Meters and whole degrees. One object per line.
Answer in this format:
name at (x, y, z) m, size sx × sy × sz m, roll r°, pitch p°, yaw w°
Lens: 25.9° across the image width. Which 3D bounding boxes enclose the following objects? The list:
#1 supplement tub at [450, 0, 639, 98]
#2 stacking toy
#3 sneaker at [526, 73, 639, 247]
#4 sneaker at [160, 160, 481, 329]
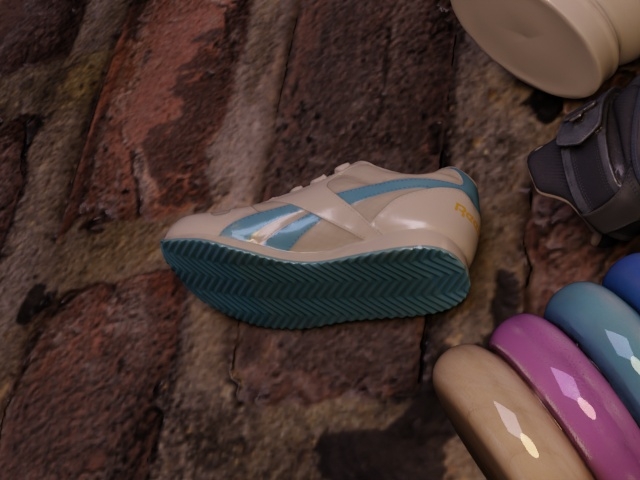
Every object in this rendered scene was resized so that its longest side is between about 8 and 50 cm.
supplement tub at (0.194, -0.210, 0.945) m, size 0.144 × 0.144 × 0.199 m, roll 25°, pitch 71°, yaw 43°
stacking toy at (0.230, 0.036, 0.745) m, size 0.330 × 0.141 × 0.141 m, roll -33°, pitch 43°, yaw -5°
sneaker at (0.210, -0.093, 0.862) m, size 0.163 × 0.086 × 0.226 m, roll -39°, pitch 16°, yaw 42°
sneaker at (0.000, 0.000, 0.947) m, size 0.229 × 0.087 × 0.092 m, roll -1°, pitch 47°, yaw 23°
